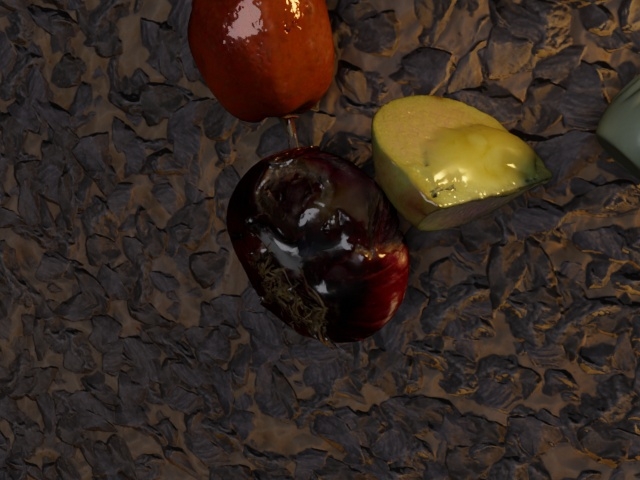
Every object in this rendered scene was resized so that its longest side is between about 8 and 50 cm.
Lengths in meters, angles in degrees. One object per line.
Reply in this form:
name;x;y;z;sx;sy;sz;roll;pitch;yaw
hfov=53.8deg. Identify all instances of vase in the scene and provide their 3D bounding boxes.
vase;0.470;-0.190;0.782;0.128;0.128;0.248;46;104;4

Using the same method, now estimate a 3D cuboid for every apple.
apple;0.166;-0.108;0.865;0.193;0.264;0.120;57;140;21

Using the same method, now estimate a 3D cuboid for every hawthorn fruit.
hawthorn fruit;-0.072;-0.259;0.917;0.211;0.211;0.299;-13;109;22

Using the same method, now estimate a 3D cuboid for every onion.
onion;0.000;0.000;0.944;0.313;0.232;0.314;25;136;27
